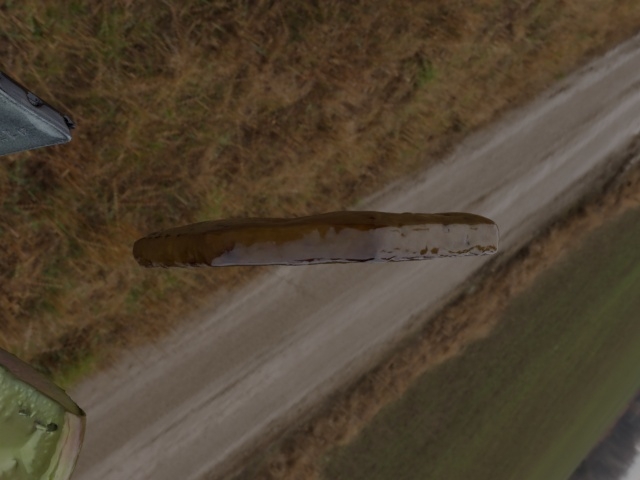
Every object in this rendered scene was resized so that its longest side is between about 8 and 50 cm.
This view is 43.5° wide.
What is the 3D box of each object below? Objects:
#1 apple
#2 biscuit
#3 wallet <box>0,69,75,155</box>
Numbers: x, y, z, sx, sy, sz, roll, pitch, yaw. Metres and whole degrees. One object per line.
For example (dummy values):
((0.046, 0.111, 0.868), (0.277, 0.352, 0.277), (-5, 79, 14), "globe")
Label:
((-0.340, 0.189, 0.760), (0.193, 0.265, 0.120), (-65, 161, -2), "apple")
((0.000, -0.001, 0.778), (0.359, 0.359, 0.046), (-4, 90, -59), "biscuit")
((-0.470, -0.165, 1.101), (0.167, 0.222, 0.036), (39, 45, -58), "wallet")
